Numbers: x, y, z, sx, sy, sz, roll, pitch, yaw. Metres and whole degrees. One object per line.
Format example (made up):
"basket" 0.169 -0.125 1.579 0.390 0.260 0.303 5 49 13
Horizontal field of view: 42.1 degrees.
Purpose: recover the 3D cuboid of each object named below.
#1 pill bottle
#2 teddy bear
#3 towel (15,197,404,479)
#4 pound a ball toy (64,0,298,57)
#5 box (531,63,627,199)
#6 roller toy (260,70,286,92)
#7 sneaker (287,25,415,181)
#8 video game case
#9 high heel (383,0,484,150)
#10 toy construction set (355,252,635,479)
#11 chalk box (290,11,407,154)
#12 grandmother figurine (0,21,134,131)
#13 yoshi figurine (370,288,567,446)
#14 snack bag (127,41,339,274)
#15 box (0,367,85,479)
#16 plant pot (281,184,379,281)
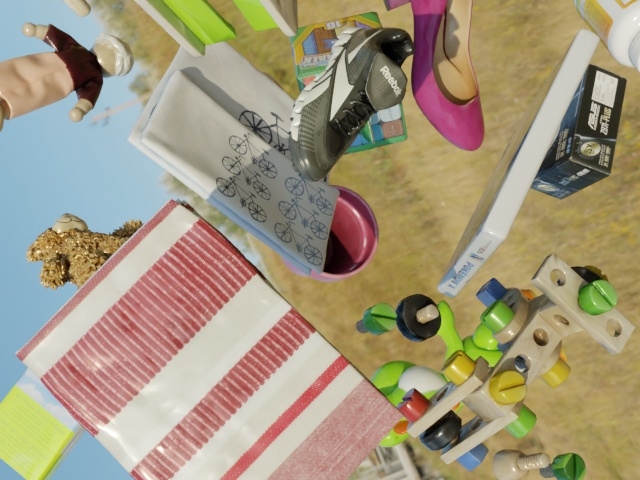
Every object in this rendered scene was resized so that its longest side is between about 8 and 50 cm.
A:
"pill bottle" 0.569 -0.399 1.505 0.246 0.136 0.136 -104 -8 -45
"teddy bear" -0.440 0.028 1.618 0.338 0.245 0.113 42 151 54
"towel" -0.111 0.148 0.845 0.329 0.237 0.037 45 177 1
"pound a ball toy" -0.170 -0.302 0.800 0.319 0.208 0.136 37 -133 -67
"box" 0.425 -0.180 1.389 0.147 0.077 0.180 142 146 -70
"roller toy" -0.127 -0.236 1.661 0.209 0.146 0.191 59 -159 -25
"sneaker" 0.042 -0.166 0.943 0.078 0.106 0.234 52 -129 -37
"video game case" 0.277 -0.097 1.197 0.036 0.329 0.300 28 163 5
"high heel" 0.236 -0.321 1.418 0.181 0.127 0.377 -1 128 51
"toy construction set" 0.244 0.162 0.939 0.237 0.257 0.309 -37 74 58
"chalk box" 0.053 -0.276 1.538 0.289 0.179 0.180 -97 -6 -55
"grandmother figurine" -0.499 -0.321 1.581 0.342 0.104 0.208 -31 -77 -44
"yoshi figurine" 0.227 0.224 1.451 0.203 0.362 0.203 60 172 20
"snack bag" -0.096 -0.150 1.219 0.323 0.037 0.342 37 -142 -21
"box" -0.354 0.218 1.096 0.109 0.178 0.042 36 174 9
"plant pot" 0.000 0.000 1.794 0.201 0.201 0.180 67 154 5
